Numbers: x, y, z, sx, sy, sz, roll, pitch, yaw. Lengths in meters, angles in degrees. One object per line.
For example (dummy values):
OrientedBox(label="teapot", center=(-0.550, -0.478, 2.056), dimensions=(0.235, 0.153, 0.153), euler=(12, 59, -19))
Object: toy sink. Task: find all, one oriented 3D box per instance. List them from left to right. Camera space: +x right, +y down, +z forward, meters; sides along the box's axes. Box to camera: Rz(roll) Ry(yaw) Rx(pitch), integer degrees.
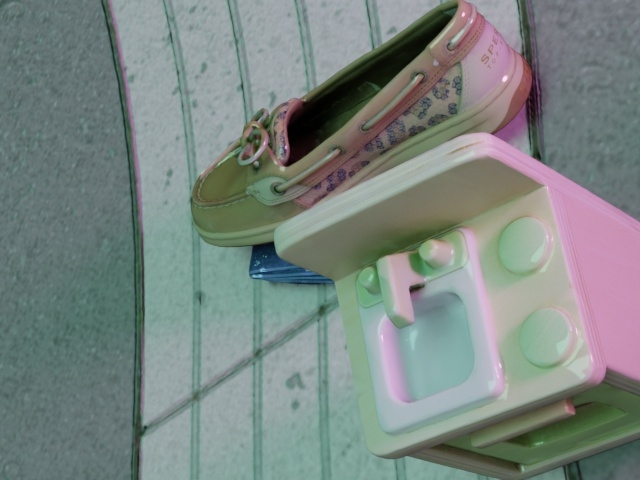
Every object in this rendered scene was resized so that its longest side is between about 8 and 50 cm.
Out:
OrientedBox(label="toy sink", center=(0.106, 0.054, 0.864), dimensions=(0.152, 0.234, 0.131), euler=(-25, 60, 29))

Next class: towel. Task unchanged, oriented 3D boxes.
OrientedBox(label="towel", center=(0.000, 0.000, 1.100), dimensions=(0.119, 0.029, 0.067), euler=(-1, 74, 38))

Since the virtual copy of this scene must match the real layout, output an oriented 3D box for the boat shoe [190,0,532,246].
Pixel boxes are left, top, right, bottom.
OrientedBox(label="boat shoe", center=(0.010, -0.086, 1.064), dimensions=(0.285, 0.089, 0.105), euler=(-27, 38, 24))
